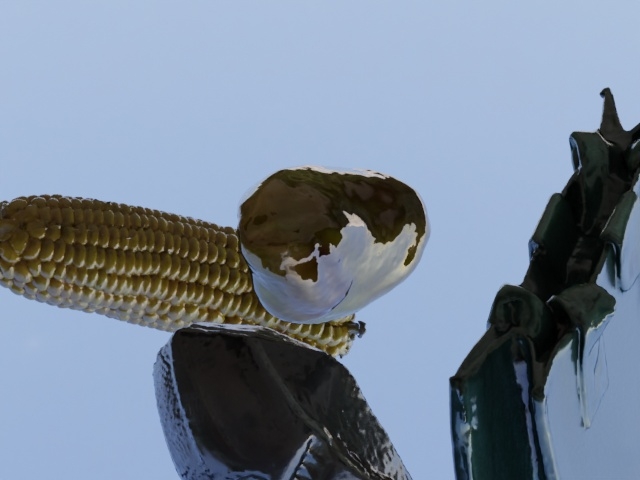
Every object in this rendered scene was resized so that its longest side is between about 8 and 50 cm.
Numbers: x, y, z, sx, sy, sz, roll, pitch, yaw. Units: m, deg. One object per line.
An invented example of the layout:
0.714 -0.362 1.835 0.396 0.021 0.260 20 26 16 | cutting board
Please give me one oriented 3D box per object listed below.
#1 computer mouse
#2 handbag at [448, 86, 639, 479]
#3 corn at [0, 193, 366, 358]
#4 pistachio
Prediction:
-0.013 0.118 0.974 0.192 0.105 0.062 51 -143 -18 | computer mouse
0.174 0.075 1.241 0.089 0.238 0.326 7 -141 24 | handbag
-0.116 0.024 1.536 0.313 0.102 0.102 18 -137 -23 | corn
-0.003 -0.002 1.423 0.110 0.100 0.189 47 -146 22 | pistachio
